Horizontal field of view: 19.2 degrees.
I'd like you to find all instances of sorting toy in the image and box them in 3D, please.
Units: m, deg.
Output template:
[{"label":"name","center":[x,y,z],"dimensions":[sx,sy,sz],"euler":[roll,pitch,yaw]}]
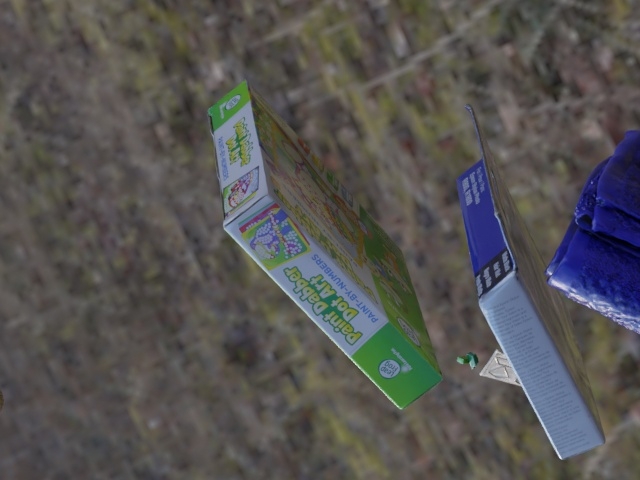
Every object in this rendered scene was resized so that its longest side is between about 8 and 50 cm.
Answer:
[{"label":"sorting toy","center":[0.174,0.117,1.801],"dimensions":[0.062,0.083,0.012],"euler":[117,167,-60]}]

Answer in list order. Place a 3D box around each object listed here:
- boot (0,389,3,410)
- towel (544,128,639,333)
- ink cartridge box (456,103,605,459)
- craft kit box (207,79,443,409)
[{"label":"boot","center":[-0.426,0.217,1.658],"dimensions":[0.104,0.295,0.211],"euler":[59,-156,-7]},{"label":"towel","center":[0.307,0.035,1.214],"dimensions":[0.308,0.227,0.076],"euler":[29,118,6]},{"label":"ink cartridge box","center":[0.154,0.029,1.521],"dimensions":[0.223,0.045,0.224],"euler":[-92,-23,-64]},{"label":"craft kit box","center":[0.000,0.000,1.722],"dimensions":[0.250,0.061,0.246],"euler":[46,-164,-26]}]
